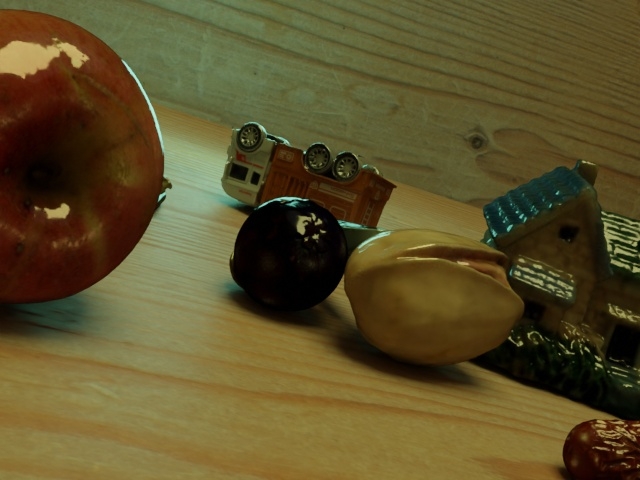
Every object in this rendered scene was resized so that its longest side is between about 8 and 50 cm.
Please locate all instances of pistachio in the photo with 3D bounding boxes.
[{"bbox_3d":[0.173,0.083,1.435,0.309,0.230,0.230,4,17,-22],"label":"pistachio"}]

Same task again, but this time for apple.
[{"bbox_3d":[-0.381,-0.104,1.101,0.364,0.364,0.364,19,12,-4],"label":"apple"}]

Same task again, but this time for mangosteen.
[{"bbox_3d":[-0.063,0.029,1.487,0.194,0.194,0.230,14,-21,-28],"label":"mangosteen"}]

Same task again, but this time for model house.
[{"bbox_3d":[0.511,0.065,1.704,0.445,0.400,0.395,22,9,5],"label":"model house"}]

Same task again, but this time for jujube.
[{"bbox_3d":[0.415,0.298,1.223,0.176,0.109,0.112,9,-22,-15],"label":"jujube"}]

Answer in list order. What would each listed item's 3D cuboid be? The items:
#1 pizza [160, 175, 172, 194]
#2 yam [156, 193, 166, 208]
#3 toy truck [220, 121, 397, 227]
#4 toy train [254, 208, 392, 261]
[{"bbox_3d":[-0.435,-0.122,1.748,0.292,0.058,0.197,12,14,9],"label":"pizza"},{"bbox_3d":[-0.335,-0.076,1.800,0.032,0.032,0.145,20,13,-2],"label":"yam"},{"bbox_3d":[-0.043,-0.124,2.079,0.387,0.207,0.173,20,0,26],"label":"toy truck"},{"bbox_3d":[0.000,0.000,1.647,0.086,0.088,0.407,4,4,-31],"label":"toy train"}]
